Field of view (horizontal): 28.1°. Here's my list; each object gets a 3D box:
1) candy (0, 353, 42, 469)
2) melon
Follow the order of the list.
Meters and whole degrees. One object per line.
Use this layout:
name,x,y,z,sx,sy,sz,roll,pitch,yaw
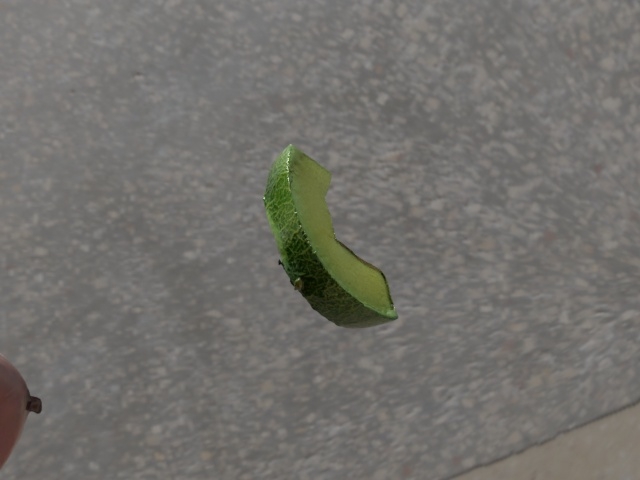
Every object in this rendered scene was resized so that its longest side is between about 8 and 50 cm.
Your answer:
candy,-0.425,0.204,1.369,0.094,0.255,0.255,35,98,29
melon,0.000,0.000,1.376,0.064,0.118,0.209,-32,69,37
